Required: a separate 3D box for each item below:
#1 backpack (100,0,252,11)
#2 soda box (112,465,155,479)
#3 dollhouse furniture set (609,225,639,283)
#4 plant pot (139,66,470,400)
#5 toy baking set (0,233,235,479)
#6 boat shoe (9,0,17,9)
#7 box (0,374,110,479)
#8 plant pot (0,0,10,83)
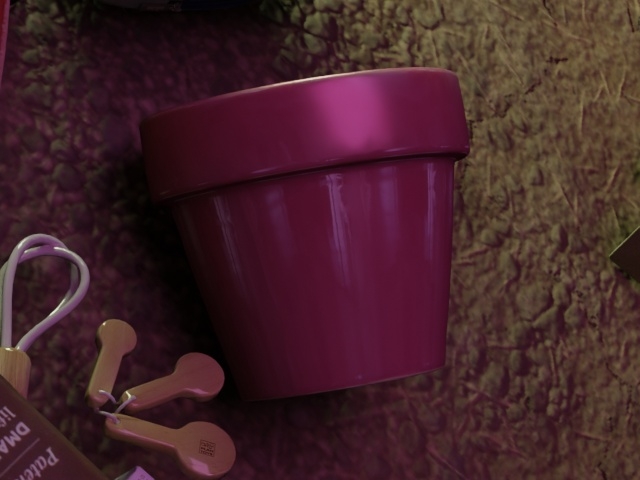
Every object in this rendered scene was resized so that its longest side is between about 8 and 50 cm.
[{"bbox_3d":[-0.047,-0.271,1.150,0.263,0.213,0.276,-2,75,-28],"label":"backpack"},{"bbox_3d":[-0.140,0.225,0.923,0.074,0.069,0.216,44,49,-9],"label":"soda box"},{"bbox_3d":[0.375,-0.005,1.398,0.259,0.135,0.262,39,50,1],"label":"dollhouse furniture set"},{"bbox_3d":[0.000,0.000,1.069,0.201,0.201,0.180,-7,87,-38],"label":"plant pot"},{"bbox_3d":[-0.161,0.088,0.951,0.256,0.030,0.197,40,46,7],"label":"toy baking set"},{"bbox_3d":[-0.212,-0.214,1.112,0.049,0.042,0.133,-4,69,-35],"label":"boat shoe"},{"bbox_3d":[-0.171,0.168,0.768,0.381,0.191,0.143,45,50,3],"label":"box"},{"bbox_3d":[-0.318,-0.149,0.834,0.265,0.272,0.272,-4,70,-28],"label":"plant pot"}]
